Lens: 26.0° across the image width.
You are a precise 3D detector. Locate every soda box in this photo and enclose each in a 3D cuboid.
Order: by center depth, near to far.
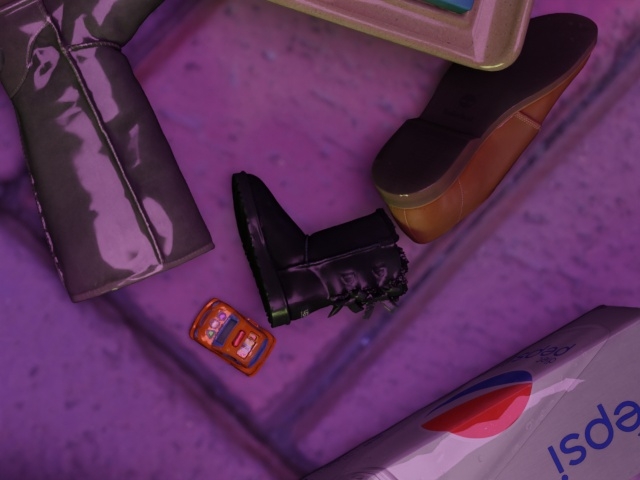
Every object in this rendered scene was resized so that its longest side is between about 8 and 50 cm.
[{"bbox_3d":[0.119,0.151,0.956,0.286,0.091,0.098,-28,96,-12],"label":"soda box"}]

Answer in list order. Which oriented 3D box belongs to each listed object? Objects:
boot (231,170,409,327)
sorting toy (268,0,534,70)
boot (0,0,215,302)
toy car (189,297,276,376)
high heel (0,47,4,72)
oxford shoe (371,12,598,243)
[{"bbox_3d":[0.000,-0.001,0.936,0.099,0.045,0.121,-14,67,-12],"label":"boot"},{"bbox_3d":[0.058,-0.285,0.886,0.229,0.041,0.307,15,87,-11],"label":"sorting toy"},{"bbox_3d":[-0.119,-0.086,0.908,0.190,0.076,0.208,-25,90,0],"label":"boot"},{"bbox_3d":[-0.028,0.043,0.946,0.122,0.040,0.060,-39,99,-10],"label":"toy car"},{"bbox_3d":[-0.309,-0.053,0.781,0.186,0.093,0.261,37,98,17],"label":"high heel"},{"bbox_3d":[0.120,-0.082,0.977,0.212,0.076,0.076,-43,138,-18],"label":"oxford shoe"}]
